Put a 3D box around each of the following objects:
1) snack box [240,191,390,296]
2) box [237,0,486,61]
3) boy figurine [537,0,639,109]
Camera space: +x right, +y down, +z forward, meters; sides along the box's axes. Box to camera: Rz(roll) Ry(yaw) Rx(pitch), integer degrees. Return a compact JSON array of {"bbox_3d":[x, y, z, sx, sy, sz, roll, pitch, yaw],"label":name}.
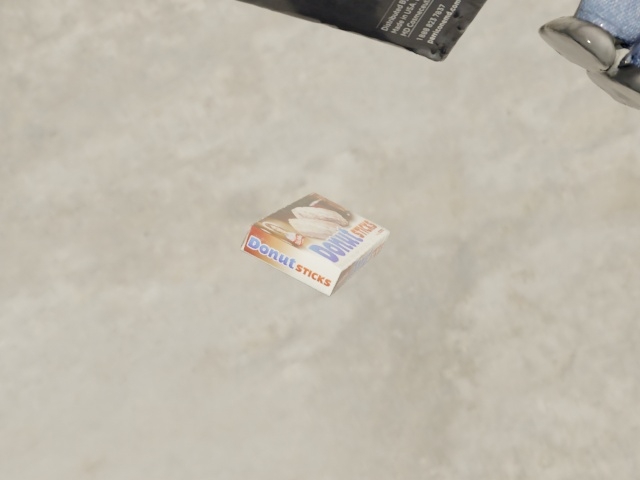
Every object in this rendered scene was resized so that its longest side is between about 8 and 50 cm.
[{"bbox_3d":[0.000,0.000,1.012,0.064,0.178,0.022,28,103,7],"label":"snack box"},{"bbox_3d":[-0.018,-0.307,0.941,0.294,0.182,0.296,13,59,-14],"label":"box"},{"bbox_3d":[0.262,-0.229,1.013,0.285,0.177,0.092,-57,18,2],"label":"boy figurine"}]
